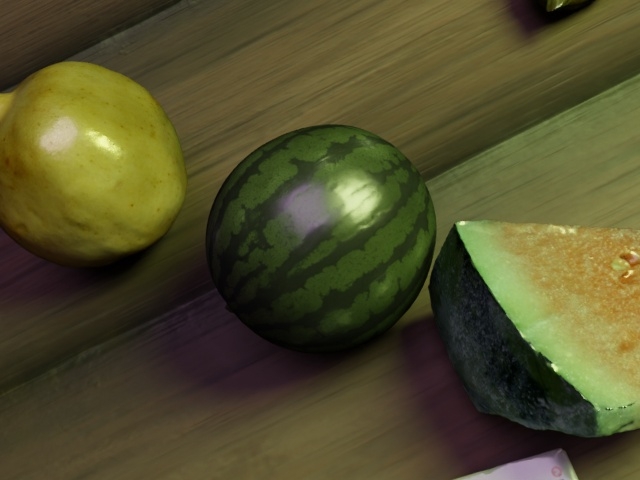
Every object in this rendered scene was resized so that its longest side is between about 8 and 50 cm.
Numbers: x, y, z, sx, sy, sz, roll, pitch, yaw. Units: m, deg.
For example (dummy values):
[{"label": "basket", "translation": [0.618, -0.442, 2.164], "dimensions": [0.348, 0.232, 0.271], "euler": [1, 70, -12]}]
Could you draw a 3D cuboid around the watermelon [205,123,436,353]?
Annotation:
[{"label": "watermelon", "translation": [0.000, 0.000, 0.602], "dimensions": [0.212, 0.212, 0.212], "euler": [-8, 59, 13]}]

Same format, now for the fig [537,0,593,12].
[{"label": "fig", "translation": [0.288, -0.311, 0.756], "dimensions": [0.109, 0.103, 0.154], "euler": [-10, 47, 38]}]

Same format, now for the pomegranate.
[{"label": "pomegranate", "translation": [-0.262, -0.079, 0.732], "dimensions": [0.233, 0.233, 0.233], "euler": [-8, 59, 13]}]

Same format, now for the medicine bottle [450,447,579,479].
[{"label": "medicine bottle", "translation": [0.143, 0.274, 0.488], "dimensions": [0.171, 0.052, 0.201], "euler": [-20, 56, 6]}]

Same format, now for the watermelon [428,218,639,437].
[{"label": "watermelon", "translation": [0.242, 0.064, 0.542], "dimensions": [0.257, 0.140, 0.193], "euler": [-11, 56, -13]}]
